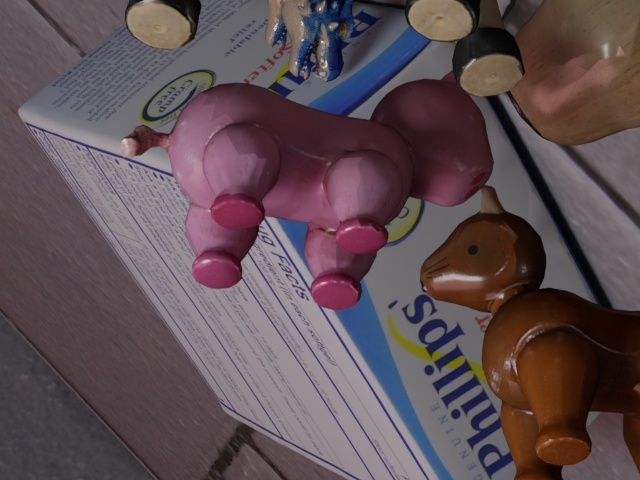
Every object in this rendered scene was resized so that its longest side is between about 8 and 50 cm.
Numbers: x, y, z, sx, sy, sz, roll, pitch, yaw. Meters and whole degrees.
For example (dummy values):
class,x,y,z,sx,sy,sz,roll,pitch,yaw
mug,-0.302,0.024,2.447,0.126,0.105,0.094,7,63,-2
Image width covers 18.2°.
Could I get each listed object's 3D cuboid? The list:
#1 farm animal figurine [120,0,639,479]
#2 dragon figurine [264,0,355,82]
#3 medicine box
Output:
class,x,y,z,sx,sy,sz,roll,pitch,yaw
farm animal figurine,0.118,-0.068,0.623,0.327,0.172,0.330,-11,142,20
dragon figurine,-0.068,-0.210,0.995,0.085,0.144,0.289,7,113,64
medicine box,0.000,0.000,1.174,0.289,0.149,0.263,19,146,55
